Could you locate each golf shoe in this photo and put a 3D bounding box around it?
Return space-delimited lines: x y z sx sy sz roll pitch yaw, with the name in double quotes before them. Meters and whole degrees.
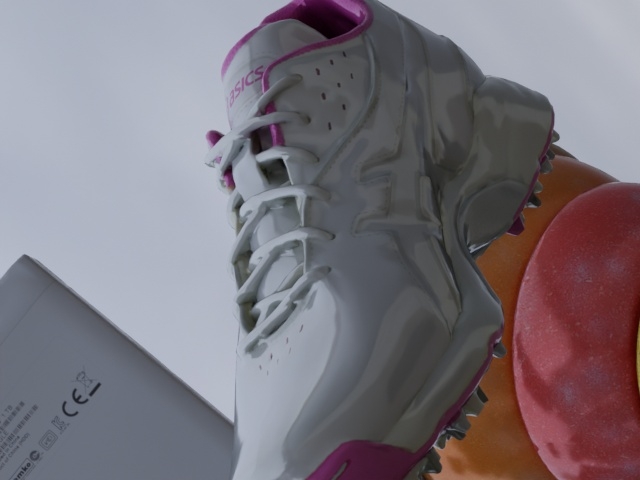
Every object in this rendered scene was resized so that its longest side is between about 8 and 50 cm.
"golf shoe" 0.000 0.000 0.735 0.140 0.115 0.306 42 -150 -12

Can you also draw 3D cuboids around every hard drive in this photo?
"hard drive" -0.161 0.208 1.451 0.353 0.233 0.047 38 178 14

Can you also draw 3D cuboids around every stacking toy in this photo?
"stacking toy" 0.294 0.089 1.541 0.351 0.350 0.480 32 161 -38
